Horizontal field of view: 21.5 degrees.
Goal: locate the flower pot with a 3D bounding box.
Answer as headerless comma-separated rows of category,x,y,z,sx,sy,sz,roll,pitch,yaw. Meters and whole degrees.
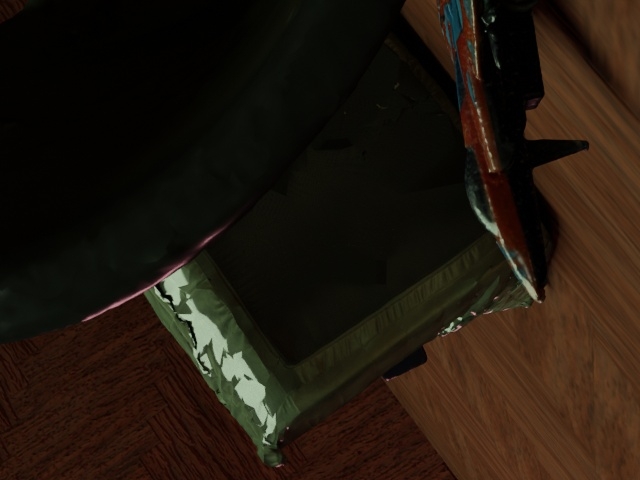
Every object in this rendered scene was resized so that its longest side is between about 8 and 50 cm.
flower pot,-0.110,-0.174,0.600,0.379,0.379,0.251,54,-164,1

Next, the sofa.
sofa,0.000,0.000,1.029,0.210,0.225,0.176,51,171,11

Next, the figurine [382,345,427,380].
figurine,0.002,-0.021,1.319,0.308,0.143,0.308,24,-120,-49

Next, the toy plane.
toy plane,0.073,-0.068,0.704,0.130,0.061,0.189,104,144,-83
